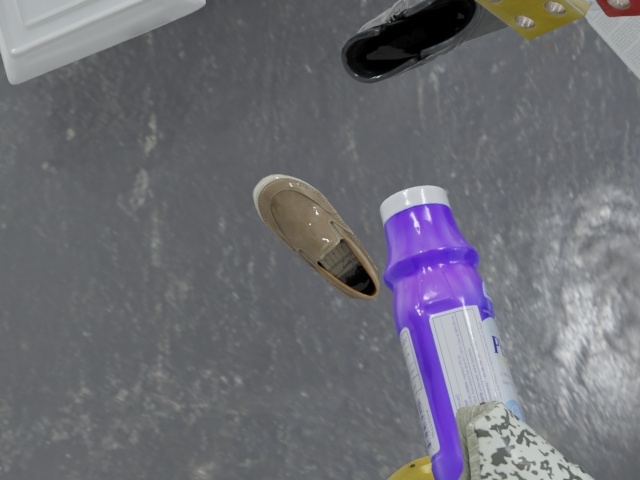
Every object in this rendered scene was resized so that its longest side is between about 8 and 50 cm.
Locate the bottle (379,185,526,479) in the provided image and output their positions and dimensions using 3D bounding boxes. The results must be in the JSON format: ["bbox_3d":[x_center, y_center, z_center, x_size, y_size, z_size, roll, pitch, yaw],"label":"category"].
[{"bbox_3d":[0.118,0.089,1.104,0.092,0.118,0.283,-16,68,6],"label":"bottle"}]

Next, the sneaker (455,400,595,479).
[{"bbox_3d":[0.003,0.239,0.655,0.410,0.158,0.182,-41,94,2],"label":"sneaker"}]

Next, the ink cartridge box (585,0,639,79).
[{"bbox_3d":[0.397,-0.287,1.408,0.066,0.189,0.232,-35,84,-31],"label":"ink cartridge box"}]

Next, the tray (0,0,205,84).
[{"bbox_3d":[-0.263,-0.281,1.334,0.270,0.030,0.145,-17,88,23],"label":"tray"}]

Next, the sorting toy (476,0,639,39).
[{"bbox_3d":[0.051,-0.155,0.500,0.132,0.274,0.046,8,65,42],"label":"sorting toy"}]

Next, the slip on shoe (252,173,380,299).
[{"bbox_3d":[0.000,0.000,0.985,0.051,0.135,0.041,-40,23,0],"label":"slip on shoe"}]

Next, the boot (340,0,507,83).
[{"bbox_3d":[0.185,-0.292,1.505,0.338,0.223,0.118,-35,97,8],"label":"boot"}]

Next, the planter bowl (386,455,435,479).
[{"bbox_3d":[0.121,0.279,1.218,0.217,0.090,0.217,-17,24,8],"label":"planter bowl"}]
